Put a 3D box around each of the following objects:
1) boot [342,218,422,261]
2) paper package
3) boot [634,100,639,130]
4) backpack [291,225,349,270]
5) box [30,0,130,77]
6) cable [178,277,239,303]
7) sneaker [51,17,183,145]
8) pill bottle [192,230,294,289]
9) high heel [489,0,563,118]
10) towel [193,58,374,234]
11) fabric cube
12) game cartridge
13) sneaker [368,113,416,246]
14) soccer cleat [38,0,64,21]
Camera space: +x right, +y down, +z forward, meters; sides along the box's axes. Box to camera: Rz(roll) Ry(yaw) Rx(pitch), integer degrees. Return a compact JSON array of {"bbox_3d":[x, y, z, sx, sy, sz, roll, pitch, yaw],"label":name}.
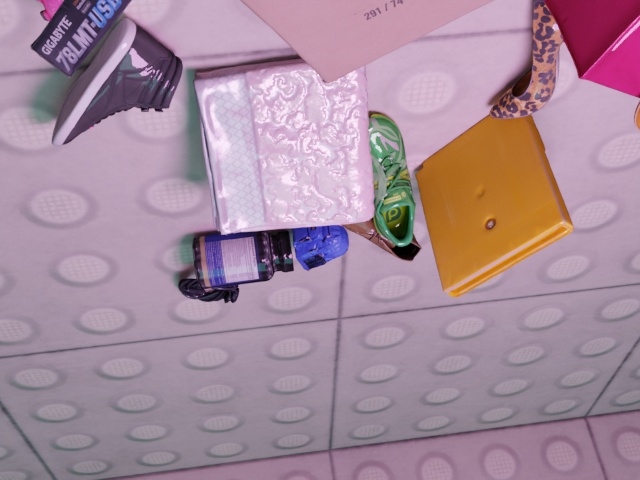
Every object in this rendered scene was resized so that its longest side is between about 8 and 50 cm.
[{"bbox_3d":[0.120,-0.041,1.843,0.305,0.115,0.112,27,108,-44],"label":"boot"},{"bbox_3d":[0.064,-0.413,1.214,0.324,0.168,0.309,-23,158,20],"label":"paper package"},{"bbox_3d":[0.602,-0.193,1.223,0.104,0.211,0.295,14,140,-28],"label":"boot"},{"bbox_3d":[0.000,0.000,1.911,0.120,0.098,0.101,-18,141,14],"label":"backpack"},{"bbox_3d":[-0.225,-0.386,1.076,0.073,0.293,0.295,38,142,-18],"label":"box"},{"bbox_3d":[-0.269,0.111,2.031,0.150,0.047,0.184,9,163,-5],"label":"cable"},{"bbox_3d":[-0.351,-0.241,1.464,0.146,0.105,0.295,25,129,-33],"label":"sneaker"},{"bbox_3d":[-0.174,0.038,1.901,0.219,0.123,0.123,-7,146,-4],"label":"pill bottle"},{"bbox_3d":[0.377,-0.336,1.556,0.186,0.093,0.261,37,136,-25],"label":"high heel"},{"bbox_3d":[-0.061,-0.171,1.565,0.316,0.053,0.332,-7,119,-3],"label":"towel"},{"bbox_3d":[0.547,-0.395,1.331,0.258,0.259,0.254,10,142,-28],"label":"fabric cube"},{"bbox_3d":[0.332,-0.087,1.666,0.052,0.324,0.285,26,133,-37],"label":"game cartridge"},{"bbox_3d":[0.144,-0.120,1.699,0.109,0.123,0.296,-21,119,-5],"label":"sneaker"},{"bbox_3d":[-0.351,-0.423,1.190,0.143,0.116,0.331,-7,145,-2],"label":"soccer cleat"}]
